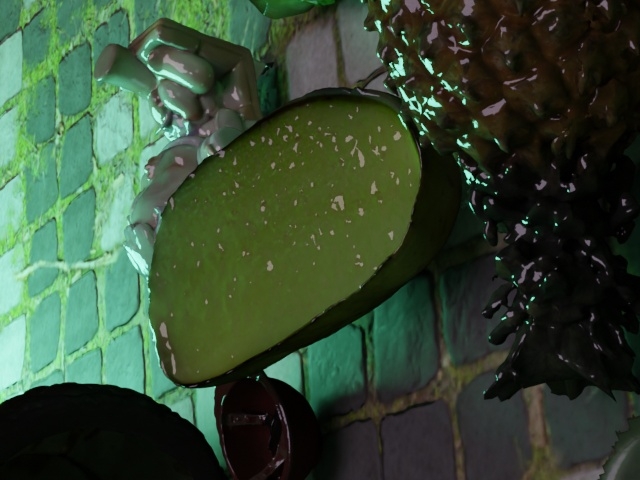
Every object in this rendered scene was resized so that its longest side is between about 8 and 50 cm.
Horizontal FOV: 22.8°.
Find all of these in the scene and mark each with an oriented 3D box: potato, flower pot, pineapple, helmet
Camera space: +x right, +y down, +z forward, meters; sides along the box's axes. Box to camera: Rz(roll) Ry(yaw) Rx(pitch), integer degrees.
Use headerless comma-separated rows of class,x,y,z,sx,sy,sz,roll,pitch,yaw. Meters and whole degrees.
potato,0.000,0.000,1.119,0.271,0.111,0.160,-36,57,33
flower pot,-0.224,0.241,1.294,0.267,0.266,0.266,-1,82,65
pineapple,0.126,-0.085,0.919,0.202,0.202,0.362,-3,95,56
helmet,-0.030,0.139,1.188,0.089,0.057,0.111,-43,59,47

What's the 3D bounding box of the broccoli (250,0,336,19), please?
broccoli,-0.021,-0.269,1.152,0.269,0.254,0.269,15,-90,-89

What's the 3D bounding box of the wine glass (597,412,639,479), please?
wine glass,0.262,0.094,0.681,0.321,0.143,0.143,-37,53,49

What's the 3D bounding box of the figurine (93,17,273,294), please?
figurine,-0.106,-0.048,1.268,0.162,0.141,0.237,-25,63,57
